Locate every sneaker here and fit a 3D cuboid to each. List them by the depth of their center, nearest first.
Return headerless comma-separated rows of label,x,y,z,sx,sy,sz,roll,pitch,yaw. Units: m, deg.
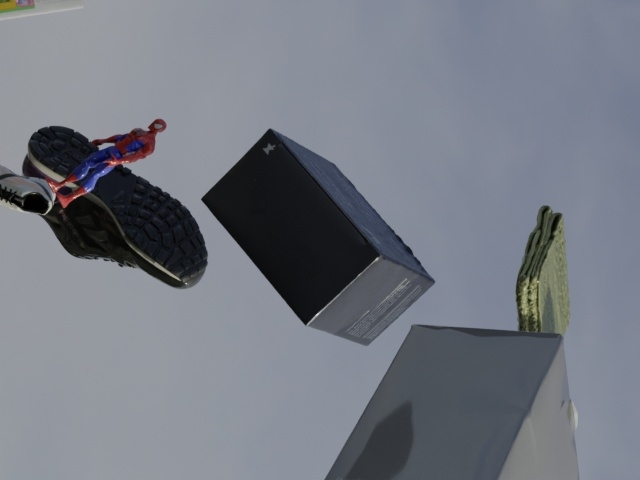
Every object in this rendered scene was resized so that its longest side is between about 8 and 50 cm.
sneaker,-0.334,-0.055,1.933,0.044,0.109,0.040,-114,-140,-64
sneaker,-0.262,-0.018,2.291,0.283,0.107,0.124,40,-48,16

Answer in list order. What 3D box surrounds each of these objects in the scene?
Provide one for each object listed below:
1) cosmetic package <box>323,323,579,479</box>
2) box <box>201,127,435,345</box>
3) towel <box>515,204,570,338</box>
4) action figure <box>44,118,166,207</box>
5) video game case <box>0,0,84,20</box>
cosmetic package,0.065,0.160,0.996,0.238,0.107,0.127,-57,143,-54
box,0.000,0.000,1.594,0.093,0.158,0.156,-44,-112,8
towel,0.201,0.053,1.648,0.110,0.027,0.148,-62,150,-44
action figure,-0.184,-0.073,1.587,0.038,0.115,0.030,50,-13,43
video game case,-0.331,-0.346,1.951,0.023,0.193,0.212,7,-74,33
